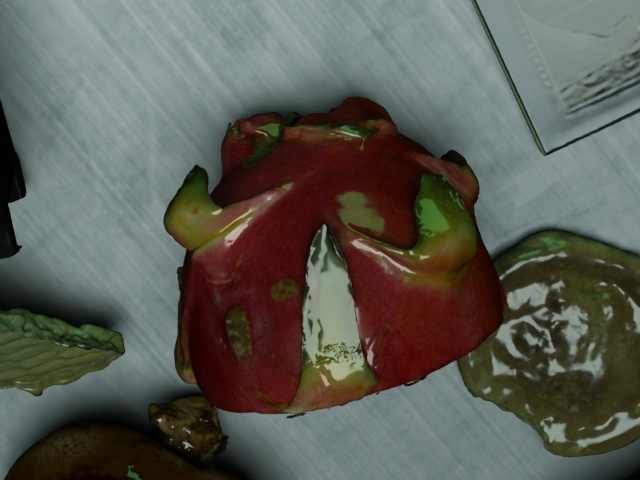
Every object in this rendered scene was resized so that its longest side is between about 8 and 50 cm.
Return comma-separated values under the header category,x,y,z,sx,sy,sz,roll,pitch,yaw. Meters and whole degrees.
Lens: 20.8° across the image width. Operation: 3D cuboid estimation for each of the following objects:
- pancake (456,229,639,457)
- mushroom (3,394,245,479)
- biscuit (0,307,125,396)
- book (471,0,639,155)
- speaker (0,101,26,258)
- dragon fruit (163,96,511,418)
category,x,y,z,sx,sy,sz,roll,pitch,yaw
pancake,0.244,0.102,1.655,0.222,0.042,0.236,-32,105,10
mushroom,-0.162,0.288,1.634,0.297,0.163,0.278,20,106,-6
biscuit,-0.332,0.097,1.568,0.273,0.036,0.187,16,147,-43
book,0.284,-0.216,1.568,0.269,0.025,0.191,-25,106,6
speaker,-0.369,-0.110,1.467,0.184,0.232,0.254,-13,109,-3
dragon fruit,0.000,0.000,1.495,0.305,0.305,0.226,-13,100,2
